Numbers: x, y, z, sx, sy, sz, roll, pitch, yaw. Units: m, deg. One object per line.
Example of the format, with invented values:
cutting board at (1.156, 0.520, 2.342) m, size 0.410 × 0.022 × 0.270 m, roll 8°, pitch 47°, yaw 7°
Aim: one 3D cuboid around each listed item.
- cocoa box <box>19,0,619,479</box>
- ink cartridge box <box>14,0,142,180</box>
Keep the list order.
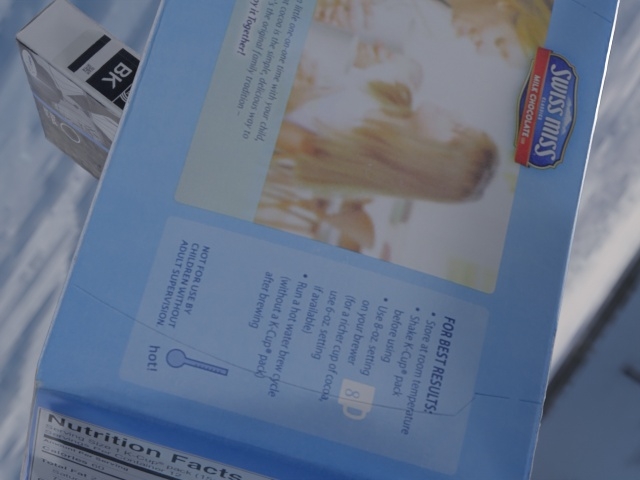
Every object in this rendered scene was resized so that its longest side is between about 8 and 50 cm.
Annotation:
cocoa box at (0.000, 0.000, 0.951) m, size 0.228 × 0.231 × 0.347 m, roll 112°, pitch -6°, yaw -61°
ink cartridge box at (-0.112, -0.056, 1.535) m, size 0.065 × 0.333 × 0.165 m, roll -46°, pitch 158°, yaw -21°
